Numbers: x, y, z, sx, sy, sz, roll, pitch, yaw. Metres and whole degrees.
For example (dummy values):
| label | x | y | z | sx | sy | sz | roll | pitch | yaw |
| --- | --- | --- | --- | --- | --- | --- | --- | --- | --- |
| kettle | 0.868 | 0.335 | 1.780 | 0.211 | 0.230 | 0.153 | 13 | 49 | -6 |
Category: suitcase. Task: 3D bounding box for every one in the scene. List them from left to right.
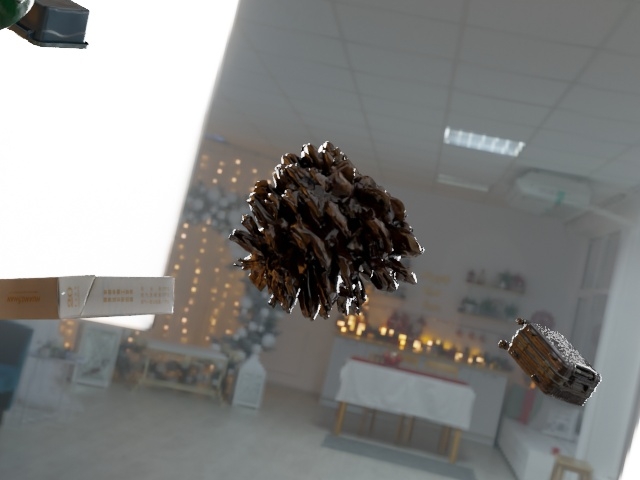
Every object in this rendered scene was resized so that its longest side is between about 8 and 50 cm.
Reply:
| label | x | y | z | sx | sy | sz | roll | pitch | yaw |
| --- | --- | --- | --- | --- | --- | --- | --- | --- | --- |
| suitcase | 0.309 | 0.163 | 1.137 | 0.086 | 0.059 | 0.126 | 22 | 19 | -29 |

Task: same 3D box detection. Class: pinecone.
| label | x | y | z | sx | sy | sz | roll | pitch | yaw |
| --- | --- | --- | --- | --- | --- | --- | --- | --- | --- |
| pinecone | 0.000 | 0.000 | 1.022 | 0.222 | 0.221 | 0.221 | 12 | -2 | 0 |

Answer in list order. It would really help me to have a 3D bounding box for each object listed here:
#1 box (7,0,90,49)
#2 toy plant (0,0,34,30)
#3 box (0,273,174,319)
| label | x | y | z | sx | sy | sz | roll | pitch | yaw |
| --- | --- | --- | --- | --- | --- | --- | --- | --- | --- |
| box | -0.353 | -0.290 | 1.115 | 0.074 | 0.054 | 0.099 | 34 | 25 | 22 |
| toy plant | -0.387 | -0.338 | 0.889 | 0.113 | 0.232 | 0.243 | 25 | 1 | 31 |
| box | -0.356 | 0.086 | 1.292 | 0.150 | 0.067 | 0.233 | -6 | -5 | 32 |
